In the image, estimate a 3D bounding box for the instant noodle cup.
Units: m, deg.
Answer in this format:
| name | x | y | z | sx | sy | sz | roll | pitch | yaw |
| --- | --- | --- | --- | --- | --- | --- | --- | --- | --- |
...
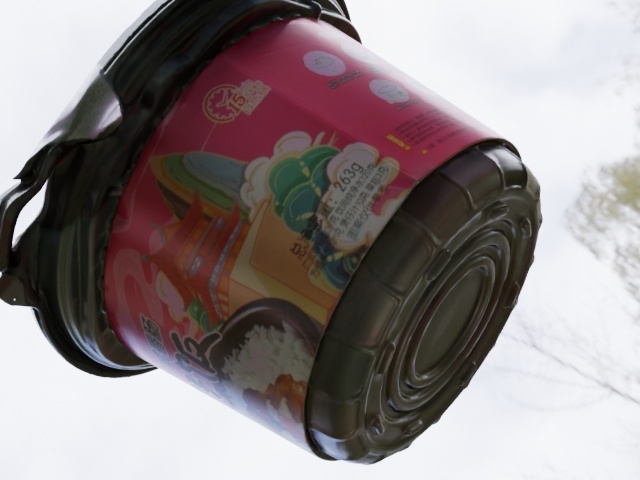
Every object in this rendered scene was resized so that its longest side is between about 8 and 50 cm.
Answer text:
| name | x | y | z | sx | sy | sz | roll | pitch | yaw |
| --- | --- | --- | --- | --- | --- | --- | --- | --- | --- |
| instant noodle cup | 0.000 | 0.000 | 0.703 | 0.302 | 0.181 | 0.258 | -33 | -37 | -42 |
